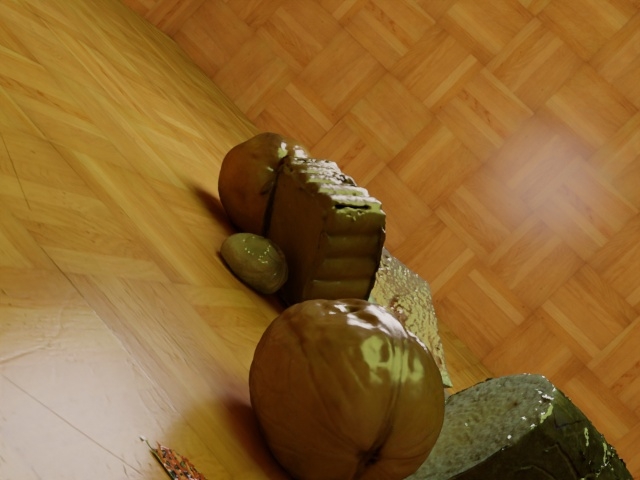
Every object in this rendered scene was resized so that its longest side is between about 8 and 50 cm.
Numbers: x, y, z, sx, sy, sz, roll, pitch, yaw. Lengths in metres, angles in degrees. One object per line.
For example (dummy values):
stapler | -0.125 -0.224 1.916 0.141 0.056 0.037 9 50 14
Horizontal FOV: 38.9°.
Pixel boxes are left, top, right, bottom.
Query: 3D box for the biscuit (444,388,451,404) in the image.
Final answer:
biscuit | 0.258 0.341 1.788 0.133 0.032 0.250 39 10 -44

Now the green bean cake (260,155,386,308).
green bean cake | 0.000 0.000 1.457 0.131 0.229 0.224 -1 29 -28

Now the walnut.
walnut | 0.025 0.154 0.928 0.195 0.195 0.222 42 1 -26

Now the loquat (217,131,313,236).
loquat | -0.083 -0.085 1.648 0.238 0.193 0.238 56 -12 18

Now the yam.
yam | 0.268 0.334 1.116 0.348 0.241 0.241 47 7 -12

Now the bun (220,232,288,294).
bun | -0.098 0.027 1.396 0.115 0.069 0.115 43 7 -6

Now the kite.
kite | -0.051 0.242 0.707 0.222 0.008 0.125 41 11 -28

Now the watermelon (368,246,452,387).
watermelon | 0.116 0.141 1.575 0.256 0.176 0.260 69 11 -53
